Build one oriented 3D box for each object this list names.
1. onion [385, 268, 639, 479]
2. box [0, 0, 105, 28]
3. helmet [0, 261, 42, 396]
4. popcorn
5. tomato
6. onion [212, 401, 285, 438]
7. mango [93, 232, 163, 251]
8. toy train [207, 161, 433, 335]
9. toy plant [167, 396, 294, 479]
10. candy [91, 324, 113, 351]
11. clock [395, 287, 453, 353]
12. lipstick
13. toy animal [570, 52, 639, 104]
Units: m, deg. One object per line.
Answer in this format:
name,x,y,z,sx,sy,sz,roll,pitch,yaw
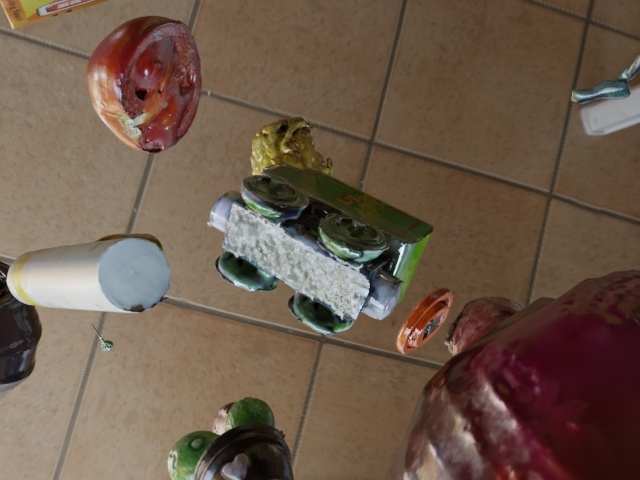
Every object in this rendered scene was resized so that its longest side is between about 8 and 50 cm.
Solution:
onion,0.189,0.171,0.538,0.399,0.420,0.398,-13,125,-19
box,-0.198,-0.365,0.638,0.284,0.259,0.213,-22,85,-14
helmet,-0.567,0.167,1.080,0.306,0.225,0.177,-21,121,-8
popcorn,-0.070,-0.178,1.782,0.190,0.250,0.250,-14,88,11
tomato,-0.303,-0.270,1.184,0.140,0.233,0.200,23,59,18
onion,-0.140,0.393,1.414,0.140,0.150,0.149,-4,86,-23
mango,-0.334,0.034,1.220,0.161,0.076,0.103,-29,92,-49
toy train,0.000,0.000,1.057,0.307,0.249,0.173,27,115,18
toy plant,-0.154,0.394,1.257,0.218,0.235,0.175,-40,127,-6
candy,-0.460,0.204,1.496,0.025,0.083,0.023,6,46,23
clock,0.271,0.209,1.827,0.051,0.205,0.205,40,78,24
lipstick,-0.211,0.031,0.619,0.059,0.264,0.059,3,85,-37
toy animal,0.192,-0.155,0.400,0.079,0.253,0.070,15,80,20
